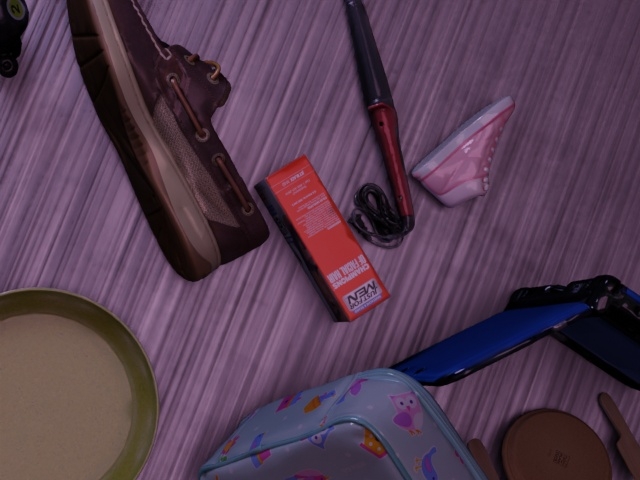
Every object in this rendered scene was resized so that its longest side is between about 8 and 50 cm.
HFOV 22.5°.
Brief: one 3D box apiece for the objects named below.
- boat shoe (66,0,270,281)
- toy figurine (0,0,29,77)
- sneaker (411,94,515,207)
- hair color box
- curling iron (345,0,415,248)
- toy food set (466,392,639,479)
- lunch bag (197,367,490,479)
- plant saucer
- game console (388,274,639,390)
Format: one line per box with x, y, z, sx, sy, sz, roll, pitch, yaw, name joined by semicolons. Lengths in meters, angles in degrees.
-0.148;-0.135;1.608;0.123;0.123;0.342;-25;95;-19;boat shoe
-0.403;-0.194;1.543;0.213;0.148;0.209;38;81;-6;toy figurine
0.166;-0.089;1.692;0.134;0.051;0.070;-41;96;-7;sneaker
0.000;0.000;1.633;0.053;0.093;0.167;-32;92;-10;hair color box
0.052;-0.127;1.679;0.068;0.035;0.274;-6;88;-11;curling iron
0.245;0.239;1.677;0.192;0.038;0.132;-14;66;-25;toy food set
0.028;0.251;1.539;0.224;0.279;0.108;53;46;-11;lunch bag
-0.282;0.167;1.599;0.241;0.037;0.241;1;86;-11;plant saucer
0.227;0.134;1.564;0.250;0.293;0.173;34;82;-6;game console
